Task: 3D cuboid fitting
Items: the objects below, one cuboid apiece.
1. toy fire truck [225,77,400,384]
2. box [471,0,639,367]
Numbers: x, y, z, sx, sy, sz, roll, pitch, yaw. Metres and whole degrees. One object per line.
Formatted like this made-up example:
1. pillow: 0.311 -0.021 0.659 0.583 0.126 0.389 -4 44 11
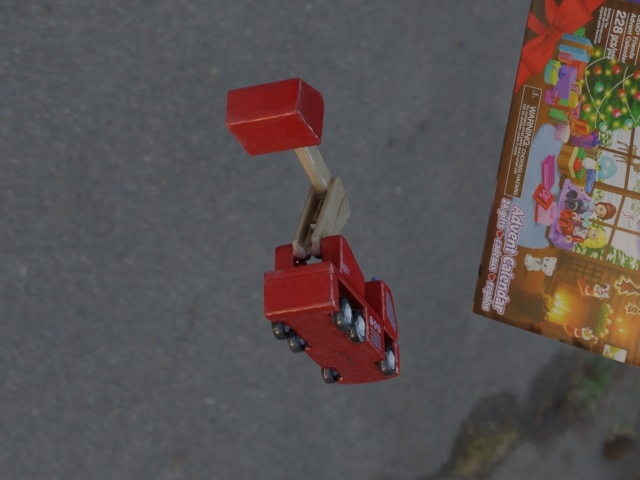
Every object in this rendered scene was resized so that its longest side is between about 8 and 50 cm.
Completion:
1. toy fire truck: 0.000 0.000 0.906 0.192 0.047 0.135 48 37 -59
2. box: 0.246 -0.051 1.197 0.057 0.201 0.293 -28 131 -58
